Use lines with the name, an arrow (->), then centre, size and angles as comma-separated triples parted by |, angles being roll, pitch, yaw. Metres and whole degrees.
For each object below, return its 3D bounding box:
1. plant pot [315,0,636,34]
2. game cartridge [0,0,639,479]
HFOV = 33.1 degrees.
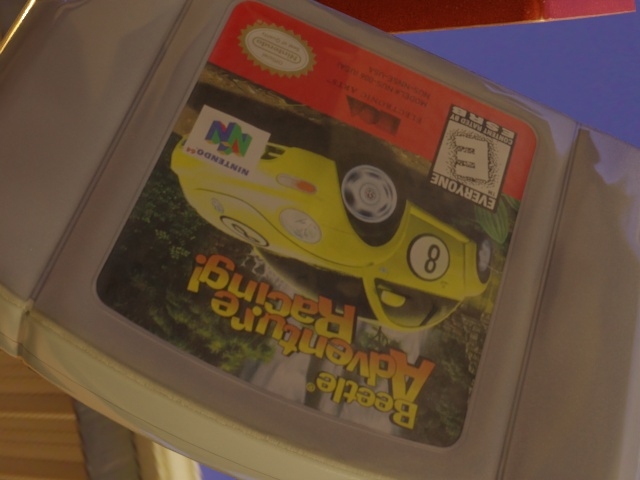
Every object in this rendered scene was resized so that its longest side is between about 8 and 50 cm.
plant pot -> 0.101, -0.298, 0.917 | 0.267, 0.267, 0.236 | 2, -78, 31
game cartridge -> 0.000, 0.000, 0.429 | 0.294, 0.196, 0.060 | 23, -29, -5
